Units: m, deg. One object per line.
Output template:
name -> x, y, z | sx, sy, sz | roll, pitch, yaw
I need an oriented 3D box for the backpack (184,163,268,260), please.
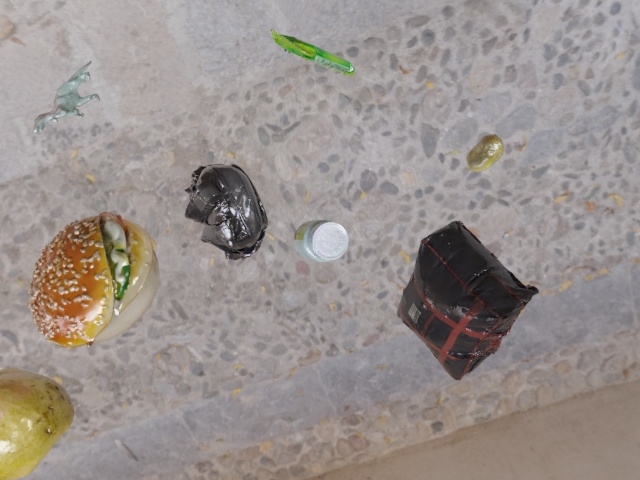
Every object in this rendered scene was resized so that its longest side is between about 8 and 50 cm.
backpack -> -0.318, -0.106, 1.538 | 0.255, 0.446, 0.363 | -29, 94, -10

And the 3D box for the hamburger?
hamburger -> -0.374, 0.063, 0.741 | 0.237, 0.236, 0.147 | -27, 146, 8

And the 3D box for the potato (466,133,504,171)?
potato -> 0.541, -0.286, 1.486 | 0.070, 0.091, 0.138 | -14, 156, -35

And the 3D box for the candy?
candy -> -0.010, -0.360, 0.878 | 0.102, 0.178, 0.032 | 30, 111, 24

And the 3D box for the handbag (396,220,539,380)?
handbag -> 0.221, 0.101, 0.719 | 0.155, 0.169, 0.215 | -30, 147, -28

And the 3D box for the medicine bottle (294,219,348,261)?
medicine bottle -> 0.000, 0.000, 1.505 | 0.139, 0.225, 0.139 | 0, 92, -16

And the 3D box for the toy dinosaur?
toy dinosaur -> -0.683, -0.402, 1.233 | 0.167, 0.242, 0.053 | -10, 154, 7

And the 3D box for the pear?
pear -> -0.514, 0.298, 0.754 | 0.178, 0.178, 0.178 | -1, 114, -3
